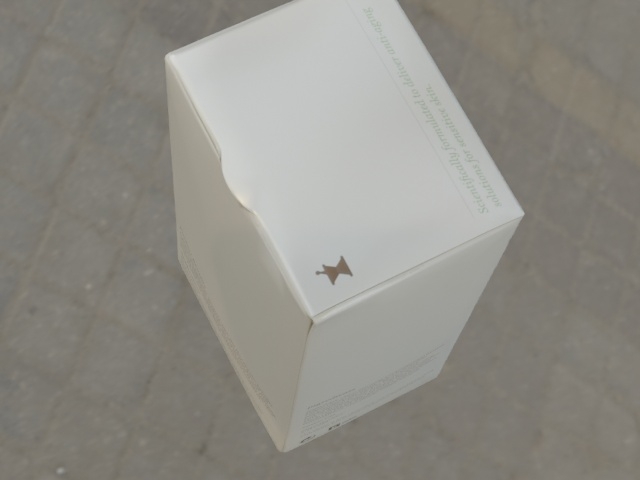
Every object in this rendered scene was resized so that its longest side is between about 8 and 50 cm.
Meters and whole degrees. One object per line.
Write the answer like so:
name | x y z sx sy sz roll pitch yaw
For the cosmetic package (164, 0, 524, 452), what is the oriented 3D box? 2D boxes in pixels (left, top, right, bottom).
cosmetic package | 0.000 0.000 1.056 0.155 0.365 0.197 -25 75 -14
